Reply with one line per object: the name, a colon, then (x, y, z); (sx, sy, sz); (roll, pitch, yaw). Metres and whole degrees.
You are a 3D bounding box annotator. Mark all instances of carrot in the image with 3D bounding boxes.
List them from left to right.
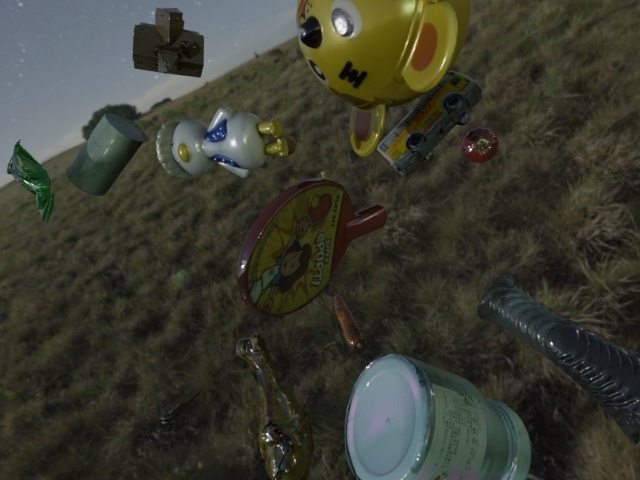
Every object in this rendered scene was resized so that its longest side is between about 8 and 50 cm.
carrot: (0.060, 0.181, 1.052); (0.047, 0.047, 0.191); (-28, 31, 0)

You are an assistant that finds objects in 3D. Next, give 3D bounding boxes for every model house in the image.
model house: (-0.397, -0.503, 1.195); (0.181, 0.176, 0.248); (1, 36, -20)

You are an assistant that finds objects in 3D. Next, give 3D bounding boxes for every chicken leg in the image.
chicken leg: (-0.106, 0.425, 1.154); (0.140, 0.211, 0.360); (-15, 60, -8)

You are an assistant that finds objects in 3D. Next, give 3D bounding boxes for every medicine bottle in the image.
medicine bottle: (0.228, 0.371, 0.879); (0.245, 0.290, 0.244); (-46, 31, 39)

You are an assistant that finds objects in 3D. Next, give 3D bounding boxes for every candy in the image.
candy: (-0.788, -0.164, 1.257); (0.078, 0.203, 0.141); (-32, -11, -34)

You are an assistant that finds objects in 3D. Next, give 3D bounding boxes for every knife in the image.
knife: (-0.355, 0.411, 1.148); (0.060, 0.028, 0.230); (-10, -1, 4)

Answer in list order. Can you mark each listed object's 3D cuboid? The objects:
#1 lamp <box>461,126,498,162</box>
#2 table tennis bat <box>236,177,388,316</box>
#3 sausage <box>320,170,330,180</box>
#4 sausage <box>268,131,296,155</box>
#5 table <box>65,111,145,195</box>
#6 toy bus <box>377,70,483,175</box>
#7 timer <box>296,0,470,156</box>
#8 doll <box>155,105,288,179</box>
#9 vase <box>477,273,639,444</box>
lamp: (0.454, -0.271, 1.297); (0.101, 0.101, 0.090); (-22, 2, 14)
table tennis bat: (0.000, 0.000, 0.887); (0.051, 0.267, 0.415); (26, 31, 32)
sausage: (0.025, -0.170, 1.454); (0.024, 0.132, 0.024); (-10, 44, 10)
sausage: (-0.138, -0.267, 1.198); (0.066, 0.065, 0.301); (-22, -2, 15)
table: (-0.626, -0.250, 1.330); (0.220, 0.126, 0.126); (-45, 17, 18)
toy bus: (0.262, -0.282, 1.102); (0.268, 0.092, 0.106); (-46, 58, 12)
timer: (0.121, -0.399, 0.893); (0.377, 0.386, 0.376); (-4, -17, -1)
doll: (-0.201, -0.182, 0.869); (0.294, 0.138, 0.119); (1, 34, 26)
vase: (0.330, 0.140, 0.607); (0.116, 0.115, 0.237); (-36, 49, -19)
